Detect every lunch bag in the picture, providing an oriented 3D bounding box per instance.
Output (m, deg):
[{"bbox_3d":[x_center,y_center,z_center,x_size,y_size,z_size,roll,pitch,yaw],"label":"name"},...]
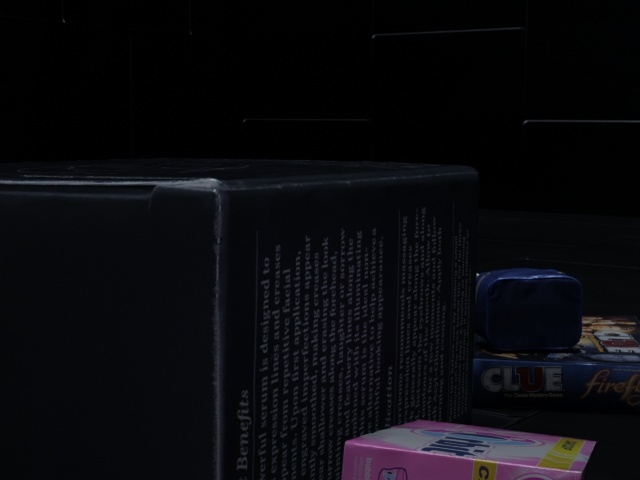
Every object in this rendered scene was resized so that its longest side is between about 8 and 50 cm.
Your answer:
[{"bbox_3d":[0.185,0.058,0.996,0.098,0.067,0.065,1,7,-5],"label":"lunch bag"}]

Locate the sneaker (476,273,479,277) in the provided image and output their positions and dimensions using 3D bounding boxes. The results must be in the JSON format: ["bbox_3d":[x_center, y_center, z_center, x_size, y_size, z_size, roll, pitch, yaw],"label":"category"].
[{"bbox_3d":[0.157,0.057,1.458,0.162,0.063,0.073,6,5,40],"label":"sneaker"}]

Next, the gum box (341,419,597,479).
[{"bbox_3d":[0.084,0.133,0.586,0.107,0.062,0.188,4,-4,16],"label":"gum box"}]

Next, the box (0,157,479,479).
[{"bbox_3d":[-0.092,0.052,0.764,0.294,0.212,0.395,3,6,26],"label":"box"}]

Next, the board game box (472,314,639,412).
[{"bbox_3d":[0.225,0.108,1.055,0.165,0.042,0.243,1,6,8],"label":"board game box"}]
